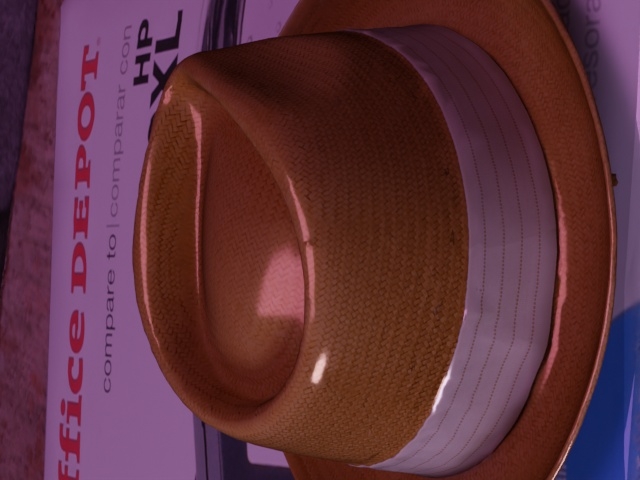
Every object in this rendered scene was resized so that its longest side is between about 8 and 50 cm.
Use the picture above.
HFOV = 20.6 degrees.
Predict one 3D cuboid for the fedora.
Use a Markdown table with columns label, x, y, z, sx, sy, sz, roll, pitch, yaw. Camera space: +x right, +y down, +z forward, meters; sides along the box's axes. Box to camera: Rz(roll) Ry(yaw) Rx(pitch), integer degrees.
| label | x | y | z | sx | sy | sz | roll | pitch | yaw |
| --- | --- | --- | --- | --- | --- | --- | --- | --- | --- |
| fedora | 0.000 | 0.000 | 0.497 | 0.194 | 0.079 | 0.194 | -12 | 76 | 56 |

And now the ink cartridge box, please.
| label | x | y | z | sx | sy | sz | roll | pitch | yaw |
| --- | --- | --- | --- | --- | --- | --- | --- | --- | --- |
| ink cartridge box | 0.046 | 0.029 | 0.653 | 0.395 | 0.166 | 0.286 | -2 | 85 | 59 |
